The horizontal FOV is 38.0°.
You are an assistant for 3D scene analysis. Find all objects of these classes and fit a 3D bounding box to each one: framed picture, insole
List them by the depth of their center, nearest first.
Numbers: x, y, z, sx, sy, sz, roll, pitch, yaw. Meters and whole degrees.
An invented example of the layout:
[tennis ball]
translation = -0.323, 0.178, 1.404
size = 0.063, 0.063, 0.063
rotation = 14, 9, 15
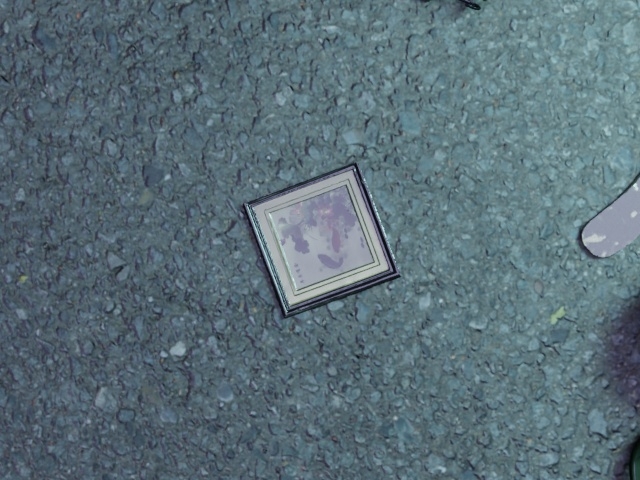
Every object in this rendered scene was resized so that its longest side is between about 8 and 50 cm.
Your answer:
[insole]
translation = 0.500, -0.067, 1.410
size = 0.248, 0.011, 0.081
rotation = -41, 87, 4
[framed picture]
translation = 0.000, 0.000, 1.450
size = 0.199, 0.010, 0.195
rotation = -20, 90, 5

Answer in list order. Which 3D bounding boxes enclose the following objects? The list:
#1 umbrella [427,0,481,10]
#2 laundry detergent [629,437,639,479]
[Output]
[umbrella]
translation = 0.125, -0.406, 1.426
size = 0.269, 0.044, 0.044
rotation = 28, 119, 12
[laundry detergent]
translation = 0.529, 0.337, 1.383
size = 0.144, 0.078, 0.221
rotation = -16, 91, 8
